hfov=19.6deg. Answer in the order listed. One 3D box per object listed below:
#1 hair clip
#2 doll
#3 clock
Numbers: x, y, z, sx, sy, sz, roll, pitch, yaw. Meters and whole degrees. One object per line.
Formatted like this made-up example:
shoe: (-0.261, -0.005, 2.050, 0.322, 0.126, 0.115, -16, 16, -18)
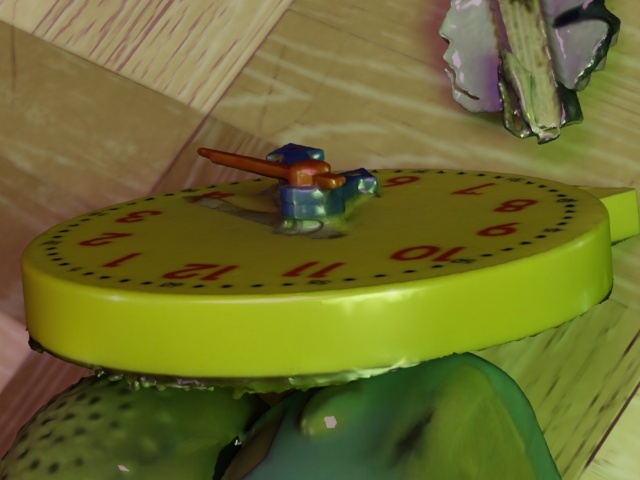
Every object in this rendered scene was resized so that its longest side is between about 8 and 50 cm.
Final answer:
hair clip: (0.109, -0.172, 1.040, 0.106, 0.084, 0.292, -14, 60, 12)
doll: (-0.035, 0.135, 0.851, 0.260, 0.161, 0.177, -7, 39, 29)
clock: (-0.001, -0.004, 0.877, 0.277, 0.293, 0.071, 0, 105, 22)
